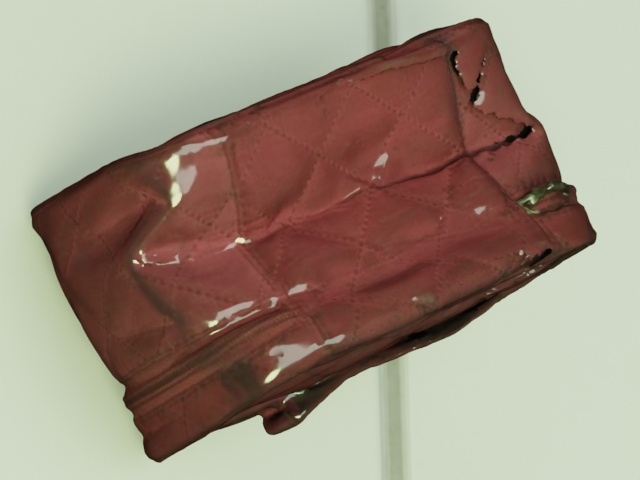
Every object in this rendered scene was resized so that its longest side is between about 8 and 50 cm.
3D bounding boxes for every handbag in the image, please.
[{"bbox_3d":[0.000,0.000,0.850,0.225,0.146,0.135,-23,85,-33],"label":"handbag"}]
